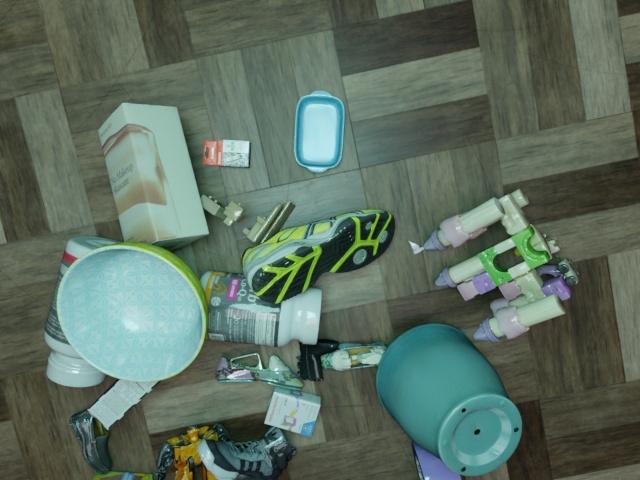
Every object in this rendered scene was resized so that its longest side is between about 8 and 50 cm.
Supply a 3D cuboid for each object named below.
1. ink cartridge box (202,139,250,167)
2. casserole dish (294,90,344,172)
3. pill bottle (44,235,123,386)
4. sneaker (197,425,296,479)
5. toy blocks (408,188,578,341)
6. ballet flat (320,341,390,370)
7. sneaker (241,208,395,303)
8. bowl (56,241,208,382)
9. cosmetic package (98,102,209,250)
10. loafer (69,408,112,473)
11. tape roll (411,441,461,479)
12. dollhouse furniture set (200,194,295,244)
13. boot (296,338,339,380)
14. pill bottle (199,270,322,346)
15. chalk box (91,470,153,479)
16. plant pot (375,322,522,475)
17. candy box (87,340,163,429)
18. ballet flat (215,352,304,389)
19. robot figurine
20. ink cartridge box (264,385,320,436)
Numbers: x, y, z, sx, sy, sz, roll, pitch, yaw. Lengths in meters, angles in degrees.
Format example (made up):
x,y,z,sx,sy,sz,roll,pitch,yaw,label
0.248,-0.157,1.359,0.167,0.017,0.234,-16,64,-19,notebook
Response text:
x,y,z,sx,sy,sz,roll,pitch,yaw,label
-0.226,-0.208,1.095,0.115,0.029,0.062,3,96,-1,ink cartridge box
-0.003,-0.256,1.087,0.114,0.037,0.188,3,96,-1,casserole dish
-0.524,0.163,1.058,0.176,0.176,0.318,17,95,-2,pill bottle
-0.166,0.502,1.100,0.153,0.101,0.268,-45,129,-7,sneaker
0.385,0.063,1.055,0.260,0.309,0.288,-35,82,35,toy blocks
0.087,0.287,1.126,0.188,0.070,0.070,-11,95,1,ballet flat
0.000,0.000,1.036,0.385,0.147,0.145,-19,126,-26,sneaker
-0.357,0.125,0.942,0.290,0.156,0.289,1,107,2,bowl
-0.367,-0.128,1.001,0.153,0.129,0.296,-22,82,43,cosmetic package
-0.562,0.503,1.150,0.061,0.062,0.170,-25,96,-2,loafer
0.282,0.571,1.092,0.080,0.189,0.189,-13,95,0,tape roll
-0.166,-0.083,1.065,0.151,0.144,0.123,35,90,11,dollhouse furniture set
-0.006,0.292,1.117,0.121,0.045,0.099,-4,87,32,boot
-0.141,0.162,1.065,0.278,0.162,0.162,6,96,-1,pill bottle
-0.473,0.670,1.130,0.213,0.132,0.132,3,96,-1,chalk box
0.291,0.356,1.010,0.272,0.255,0.271,-2,102,-12,plant pot
-0.411,0.311,1.081,0.233,0.159,0.071,-42,95,3,candy box
-0.147,0.320,1.131,0.222,0.077,0.079,6,76,0,ballet flat
-0.307,0.593,1.115,0.211,0.085,0.291,-4,90,-42,robot figurine
-0.070,0.424,1.145,0.122,0.052,0.088,16,95,0,ink cartridge box
